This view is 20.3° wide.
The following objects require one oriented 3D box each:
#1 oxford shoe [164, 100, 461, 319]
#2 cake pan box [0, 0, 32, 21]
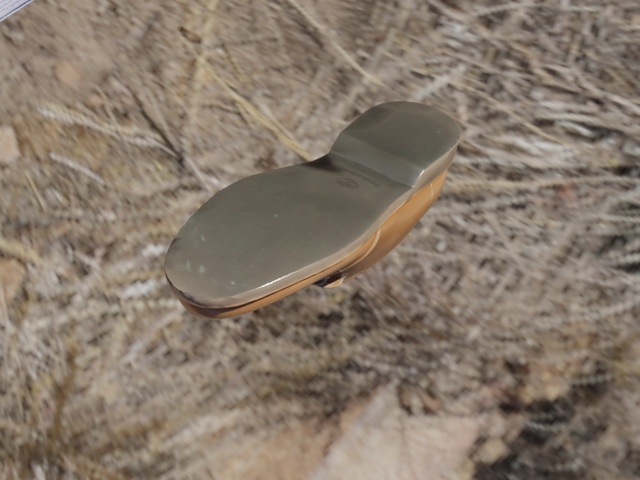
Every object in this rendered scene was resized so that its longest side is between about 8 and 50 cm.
[{"bbox_3d":[0.000,0.000,0.937,0.212,0.076,0.076,-30,142,-42],"label":"oxford shoe"},{"bbox_3d":[-0.280,-0.337,1.594,0.267,0.070,0.246,-31,132,10],"label":"cake pan box"}]
